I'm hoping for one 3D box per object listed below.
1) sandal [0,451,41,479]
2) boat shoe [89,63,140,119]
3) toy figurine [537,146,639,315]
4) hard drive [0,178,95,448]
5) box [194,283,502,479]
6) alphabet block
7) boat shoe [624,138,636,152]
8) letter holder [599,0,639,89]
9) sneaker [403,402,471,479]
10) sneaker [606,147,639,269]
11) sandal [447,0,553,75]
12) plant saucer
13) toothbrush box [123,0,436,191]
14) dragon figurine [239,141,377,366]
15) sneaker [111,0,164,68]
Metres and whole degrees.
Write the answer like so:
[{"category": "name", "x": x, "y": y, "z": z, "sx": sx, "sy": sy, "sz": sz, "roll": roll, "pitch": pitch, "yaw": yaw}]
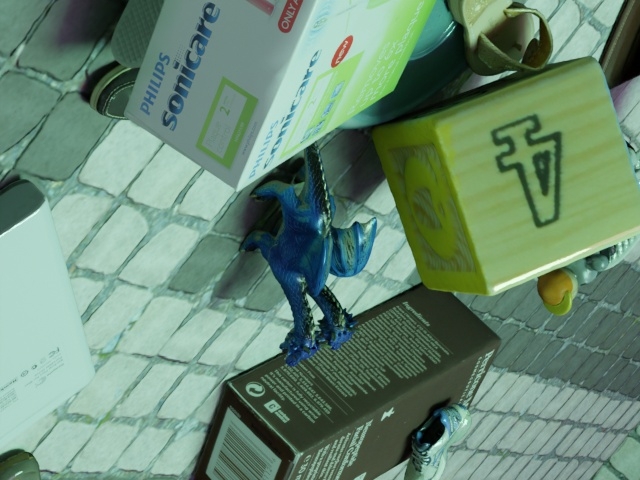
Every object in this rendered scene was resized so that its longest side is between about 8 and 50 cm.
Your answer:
[{"category": "sandal", "x": -0.311, "y": 0.301, "z": 1.693, "sx": 0.090, "sy": 0.060, "sz": 0.219, "roll": -31, "pitch": 151, "yaw": -29}, {"category": "boat shoe", "x": -0.128, "y": -0.124, "z": 1.361, "sx": 0.152, "sy": 0.049, "sz": 0.056, "roll": -16, "pitch": 142, "yaw": -47}, {"category": "toy figurine", "x": 0.259, "y": -0.042, "z": 1.901, "sx": 0.148, "sy": 0.209, "sz": 0.213, "roll": -38, "pitch": 155, "yaw": -42}, {"category": "hard drive", "x": -0.308, "y": 0.096, "z": 1.418, "sx": 0.203, "sy": 0.040, "sz": 0.307, "roll": -37, "pitch": 153, "yaw": -20}, {"category": "box", "x": 0.039, "y": 0.213, "z": 2.024, "sx": 0.381, "sy": 0.143, "sz": 0.191, "roll": -26, "pitch": 148, "yaw": -40}, {"category": "alphabet block", "x": 0.195, "y": -0.067, "z": 1.672, "sx": 0.197, "sy": 0.193, "sz": 0.192, "roll": -21, "pitch": -174, "yaw": -15}, {"category": "boat shoe", "x": 0.328, "y": -0.086, "z": 2.089, "sx": 0.257, "sy": 0.095, "sz": 0.095, "roll": -7, "pitch": 140, "yaw": -55}, {"category": "letter holder", "x": 0.491, "y": -0.279, "z": 1.990, "sx": 0.214, "sy": 0.152, "sz": 0.302, "roll": -24, "pitch": 147, "yaw": -37}, {"category": "sneaker", "x": 0.136, "y": 0.264, "z": 2.047, "sx": 0.058, "sy": 0.052, "sz": 0.135, "roll": 5, "pitch": 118, "yaw": -48}, {"category": "sneaker", "x": 0.446, "y": -0.085, "z": 2.085, "sx": 0.282, "sy": 0.102, "sz": 0.161, "roll": -41, "pitch": 177, "yaw": 33}, {"category": "sandal", "x": 0.195, "y": -0.202, "z": 1.619, "sx": 0.088, "sy": 0.079, "sz": 0.240, "roll": -47, "pitch": 155, "yaw": 1}, {"category": "plant saucer", "x": 0.099, "y": -0.229, "z": 1.574, "sx": 0.317, "sy": 0.044, "sz": 0.317, "roll": -36, "pitch": 152, "yaw": -22}, {"category": "toothbrush box", "x": -0.009, "y": -0.193, "z": 1.292, "sx": 0.283, "sy": 0.122, "sz": 0.206, "roll": -35, "pitch": 155, "yaw": -54}, {"category": "dragon figurine", "x": 0.000, "y": 0.000, "z": 1.635, "sx": 0.085, "sy": 0.144, "sz": 0.289, "roll": -24, "pitch": 147, "yaw": -40}, {"category": "sneaker", "x": -0.115, "y": -0.198, "z": 1.280, "sx": 0.134, "sy": 0.051, "sz": 0.070, "roll": -59, "pitch": 165, "yaw": 13}]
